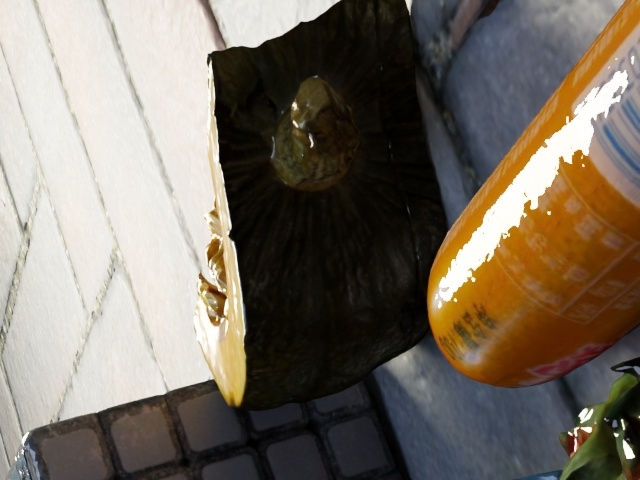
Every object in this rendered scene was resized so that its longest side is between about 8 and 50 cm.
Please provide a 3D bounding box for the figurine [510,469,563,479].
[{"bbox_3d":[0.086,0.263,0.589,0.416,0.243,0.298,47,137,14],"label":"figurine"}]

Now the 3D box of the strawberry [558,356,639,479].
[{"bbox_3d":[0.160,0.103,0.442,0.148,0.131,0.131,24,138,6],"label":"strawberry"}]

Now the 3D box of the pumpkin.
[{"bbox_3d":[0.001,-0.002,0.704,0.126,0.130,0.248,-115,22,-44],"label":"pumpkin"}]

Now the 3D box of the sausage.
[{"bbox_3d":[0.117,-0.016,0.490,0.093,0.093,0.312,67,153,21],"label":"sausage"}]

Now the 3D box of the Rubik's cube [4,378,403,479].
[{"bbox_3d":[-0.075,0.232,0.840,0.237,0.238,0.237,-51,56,58],"label":"Rubik's cube"}]
